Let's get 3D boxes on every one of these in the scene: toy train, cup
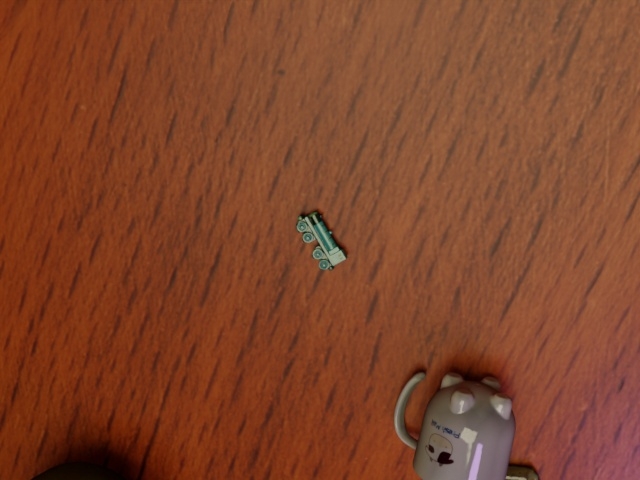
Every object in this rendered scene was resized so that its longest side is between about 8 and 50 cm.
[{"bbox_3d":[0.000,0.000,1.534,0.045,0.029,0.092,-29,98,8],"label":"toy train"},{"bbox_3d":[0.202,0.264,1.535,0.134,0.173,0.142,3,107,-24],"label":"cup"}]

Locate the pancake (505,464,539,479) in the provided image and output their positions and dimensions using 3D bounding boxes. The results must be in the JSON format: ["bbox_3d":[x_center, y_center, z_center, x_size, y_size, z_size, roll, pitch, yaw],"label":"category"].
[{"bbox_3d":[0.294,0.445,1.607,0.235,0.029,0.212,34,109,1],"label":"pancake"}]

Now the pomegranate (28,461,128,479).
[{"bbox_3d":[-0.372,0.484,1.650,0.358,0.216,0.310,-10,106,43],"label":"pomegranate"}]
